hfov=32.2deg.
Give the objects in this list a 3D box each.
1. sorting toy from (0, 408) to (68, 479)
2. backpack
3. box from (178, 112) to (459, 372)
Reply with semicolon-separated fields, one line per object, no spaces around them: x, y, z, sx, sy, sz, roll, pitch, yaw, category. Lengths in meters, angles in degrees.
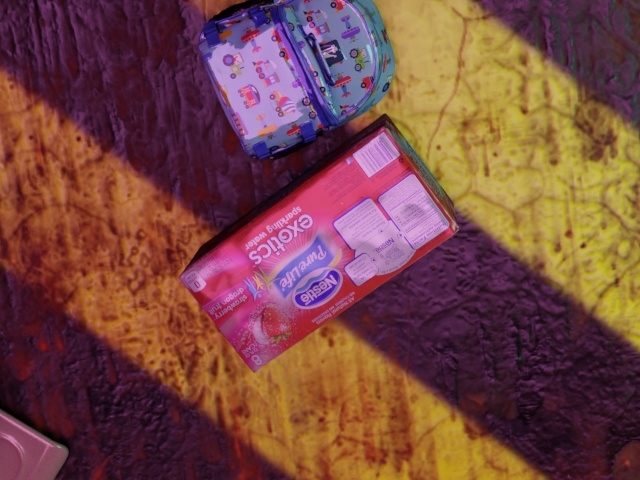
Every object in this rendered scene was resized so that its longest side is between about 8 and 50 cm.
-0.417;0.257;1.258;0.208;0.038;0.193;31;103;-8;sorting toy
-0.015;-0.173;1.089;0.173;0.117;0.158;-19;102;5;backpack
0.000;0.000;1.122;0.257;0.122;0.128;-36;98;11;box
